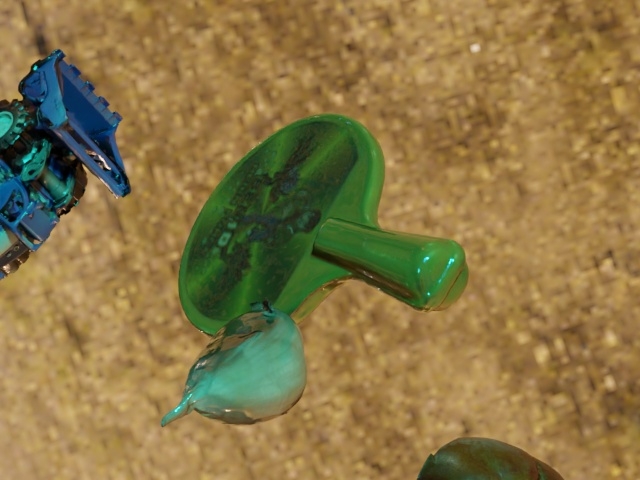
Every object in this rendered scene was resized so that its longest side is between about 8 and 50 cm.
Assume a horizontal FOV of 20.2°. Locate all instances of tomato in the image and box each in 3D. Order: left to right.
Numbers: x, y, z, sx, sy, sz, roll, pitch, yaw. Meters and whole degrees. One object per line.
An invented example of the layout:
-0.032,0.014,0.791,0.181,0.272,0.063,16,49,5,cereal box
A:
0.188,0.314,1.887,0.085,0.225,0.225,-1,104,56,tomato

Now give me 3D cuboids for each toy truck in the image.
-0.264,-0.061,1.652,0.126,0.208,0.113,30,166,48,toy truck

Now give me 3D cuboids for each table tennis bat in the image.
0.000,0.000,1.315,0.050,0.198,0.321,38,169,-32,table tennis bat

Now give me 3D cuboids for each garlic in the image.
-0.048,0.092,1.194,0.066,0.084,0.152,53,-168,-9,garlic
